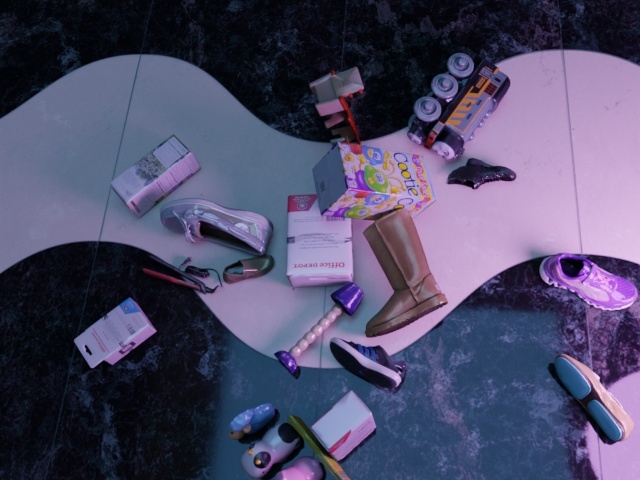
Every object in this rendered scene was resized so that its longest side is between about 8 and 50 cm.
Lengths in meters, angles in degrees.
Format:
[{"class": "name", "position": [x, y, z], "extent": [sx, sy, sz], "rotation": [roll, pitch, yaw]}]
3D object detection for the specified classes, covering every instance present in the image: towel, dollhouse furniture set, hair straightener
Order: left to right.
[{"class": "hair straightener", "position": [-0.369, 0.082, 1.756], "extent": [0.230, 0.047, 0.089], "rotation": [16, 70, 13]}, {"class": "towel", "position": [0.009, 0.507, 1.500], "extent": [0.021, 0.102, 0.237], "rotation": [-41, 68, -6]}, {"class": "dollhouse furniture set", "position": [0.073, -0.357, 1.781], "extent": [0.135, 0.259, 0.262], "rotation": [-18, 67, 9]}]

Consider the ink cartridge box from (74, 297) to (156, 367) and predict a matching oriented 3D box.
[{"class": "ink cartridge box", "position": [-0.542, 0.250, 1.696], "extent": [0.180, 0.060, 0.104], "rotation": [-37, 69, -10]}]

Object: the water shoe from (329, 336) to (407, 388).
[{"class": "water shoe", "position": [0.118, 0.295, 1.609], "extent": [0.203, 0.073, 0.080], "rotation": [30, 47, 18]}]

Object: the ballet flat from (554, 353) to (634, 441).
[{"class": "ballet flat", "position": [0.645, 0.362, 1.517], "extent": [0.073, 0.080, 0.232], "rotation": [-18, 65, -32]}]

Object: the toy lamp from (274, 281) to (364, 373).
[{"class": "toy lamp", "position": [0.001, 0.216, 1.639], "extent": [0.080, 0.080, 0.274], "rotation": [41, 76, 20]}]

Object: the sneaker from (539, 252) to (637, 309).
[{"class": "sneaker", "position": [0.672, 0.095, 1.601], "extent": [0.236, 0.104, 0.095], "rotation": [23, 70, 14]}]

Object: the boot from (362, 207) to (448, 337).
[{"class": "boot", "position": [0.175, 0.087, 1.648], "extent": [0.236, 0.089, 0.270], "rotation": [-27, 69, 9]}]

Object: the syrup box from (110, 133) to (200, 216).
[{"class": "syrup box", "position": [-0.476, -0.187, 1.858], "extent": [0.237, 0.096, 0.093], "rotation": [-41, 67, -11]}]

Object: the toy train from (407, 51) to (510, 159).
[{"class": "toy train", "position": [0.391, -0.385, 1.829], "extent": [0.190, 0.142, 0.334], "rotation": [35, 75, 9]}]

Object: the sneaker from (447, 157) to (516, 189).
[{"class": "sneaker", "position": [0.445, -0.172, 1.773], "extent": [0.170, 0.051, 0.089], "rotation": [22, 71, 20]}]

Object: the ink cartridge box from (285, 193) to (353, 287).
[{"class": "ink cartridge box", "position": [0.000, 0.000, 1.720], "extent": [0.171, 0.100, 0.237], "rotation": [-3, 66, 5]}]

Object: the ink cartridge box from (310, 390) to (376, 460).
[{"class": "ink cartridge box", "position": [0.055, 0.432, 1.488], "extent": [0.127, 0.175, 0.072], "rotation": [-39, 65, -11]}]

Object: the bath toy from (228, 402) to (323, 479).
[{"class": "bath toy", "position": [-0.067, 0.537, 1.482], "extent": [0.151, 0.129, 0.348], "rotation": [-42, 69, -12]}]

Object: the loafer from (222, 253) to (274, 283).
[{"class": "loafer", "position": [-0.196, 0.075, 1.738], "extent": [0.148, 0.050, 0.056], "rotation": [-23, 66, -4]}]

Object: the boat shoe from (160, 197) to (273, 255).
[{"class": "boat shoe", "position": [-0.293, -0.033, 1.758], "extent": [0.320, 0.118, 0.103], "rotation": [12, 57, 4]}]

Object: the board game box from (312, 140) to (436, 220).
[{"class": "board game box", "position": [0.140, -0.145, 1.673], "extent": [0.275, 0.142, 0.144], "rotation": [4, 62, -30]}]
